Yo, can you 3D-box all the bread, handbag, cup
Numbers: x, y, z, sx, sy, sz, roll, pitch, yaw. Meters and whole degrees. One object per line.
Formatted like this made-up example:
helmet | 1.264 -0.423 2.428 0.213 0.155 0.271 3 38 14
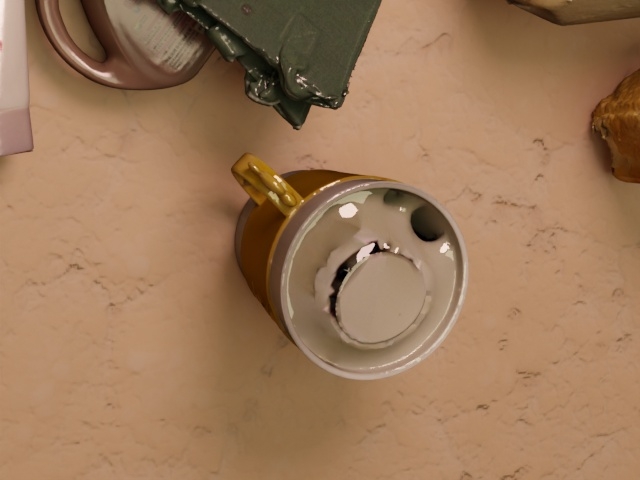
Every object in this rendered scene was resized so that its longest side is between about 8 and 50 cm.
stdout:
bread | 0.386 -0.134 1.573 0.174 0.245 0.121 -46 103 -9
handbag | -0.052 -0.267 1.397 0.247 0.079 0.260 38 54 -25
cup | 0.000 0.000 1.452 0.185 0.226 0.241 -46 111 -6

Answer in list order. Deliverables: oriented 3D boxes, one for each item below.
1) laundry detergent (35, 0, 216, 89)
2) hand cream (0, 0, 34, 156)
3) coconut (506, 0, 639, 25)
laundry detergent | -0.198 -0.242 1.405 0.237 0.076 0.171 36 84 -23
hand cream | -0.314 -0.197 1.369 0.133 0.083 0.248 -10 99 -2
coconut | 0.281 -0.346 1.466 0.323 0.323 0.323 -4 102 -21
